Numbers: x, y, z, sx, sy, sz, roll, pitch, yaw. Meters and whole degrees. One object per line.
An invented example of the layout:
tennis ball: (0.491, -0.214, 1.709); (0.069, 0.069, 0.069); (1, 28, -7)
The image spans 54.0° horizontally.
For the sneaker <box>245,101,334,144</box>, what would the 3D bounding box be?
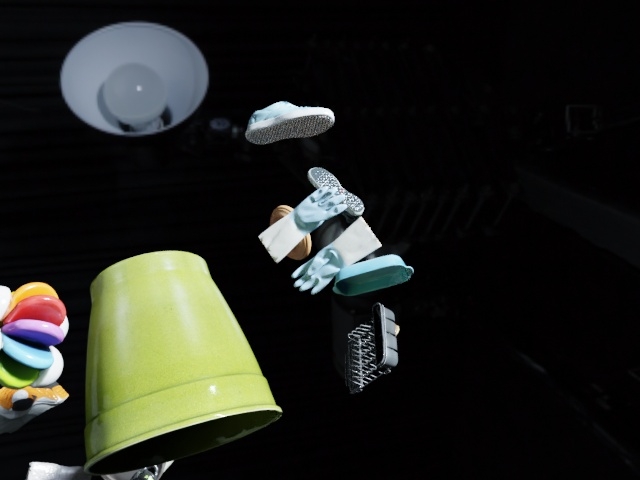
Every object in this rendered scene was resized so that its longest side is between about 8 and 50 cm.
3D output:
sneaker: (-0.119, -0.474, 2.370); (0.135, 0.366, 0.150); (46, 44, -57)

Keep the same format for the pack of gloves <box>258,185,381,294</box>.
pack of gloves: (0.000, 0.000, 1.479); (0.195, 0.232, 0.046); (55, 14, 8)

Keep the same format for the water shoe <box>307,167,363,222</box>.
water shoe: (0.033, -0.127, 1.840); (0.203, 0.073, 0.080); (42, -39, 13)

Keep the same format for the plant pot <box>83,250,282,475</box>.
plant pot: (-0.301, 0.224, 1.229); (0.366, 0.367, 0.352); (117, -42, -60)

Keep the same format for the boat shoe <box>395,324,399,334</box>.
boat shoe: (0.250, 0.329, 2.399); (0.064, 0.060, 0.178); (-52, -167, 2)

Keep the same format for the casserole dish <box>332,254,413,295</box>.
casserole dish: (0.117, 0.078, 1.434); (0.114, 0.189, 0.037); (53, 25, -60)

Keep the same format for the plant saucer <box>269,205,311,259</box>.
plant saucer: (-0.112, -0.022, 2.159); (0.200, 0.037, 0.199); (31, -45, 37)

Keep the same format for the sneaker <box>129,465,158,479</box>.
sneaker: (-0.420, 0.572, 1.448); (0.078, 0.067, 0.188); (-50, -175, 6)

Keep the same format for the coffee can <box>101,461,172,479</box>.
coffee can: (-0.452, 0.510, 1.685); (0.275, 0.202, 0.201); (-36, 126, -75)

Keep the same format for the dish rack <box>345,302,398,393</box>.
dish rack: (0.141, 0.345, 1.948); (0.271, 0.074, 0.208); (-46, -149, 42)

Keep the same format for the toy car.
toy car: (-0.489, 0.154, 1.053); (0.136, 0.159, 0.182); (-26, -129, 26)

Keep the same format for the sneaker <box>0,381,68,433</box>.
sneaker: (-0.736, 0.410, 1.550); (0.099, 0.121, 0.262); (41, 4, 11)

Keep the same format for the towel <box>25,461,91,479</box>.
towel: (-0.806, 0.810, 1.863); (0.049, 0.187, 0.282); (-15, -119, 55)
